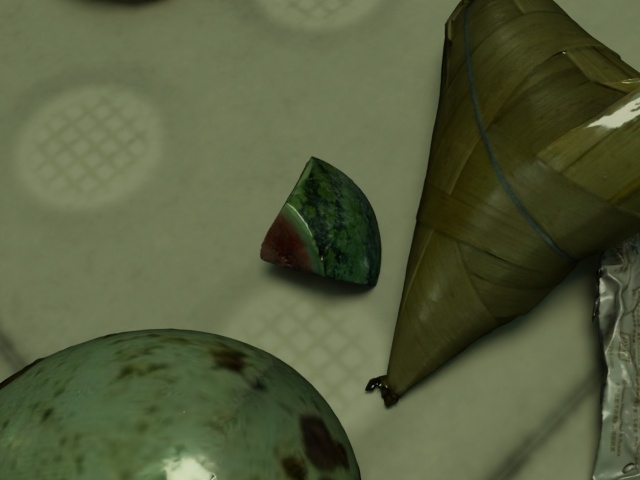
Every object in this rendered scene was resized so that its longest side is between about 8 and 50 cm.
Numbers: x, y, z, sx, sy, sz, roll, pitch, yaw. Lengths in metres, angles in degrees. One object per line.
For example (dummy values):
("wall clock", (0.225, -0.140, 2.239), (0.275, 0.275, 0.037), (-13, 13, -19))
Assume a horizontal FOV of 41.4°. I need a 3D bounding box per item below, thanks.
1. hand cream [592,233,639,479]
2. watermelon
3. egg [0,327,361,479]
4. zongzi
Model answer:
("hand cream", (0.203, 0.060, 0.526), (0.084, 0.050, 0.257), (6, 65, 3))
("watermelon", (0.004, -0.004, 0.573), (0.092, 0.072, 0.084), (50, 57, -15))
("egg", (-0.090, 0.129, 0.440), (0.231, 0.169, 0.169), (7, 62, 20))
("zongzi", (0.100, -0.041, 0.574), (0.256, 0.115, 0.228), (-47, 36, 19))
